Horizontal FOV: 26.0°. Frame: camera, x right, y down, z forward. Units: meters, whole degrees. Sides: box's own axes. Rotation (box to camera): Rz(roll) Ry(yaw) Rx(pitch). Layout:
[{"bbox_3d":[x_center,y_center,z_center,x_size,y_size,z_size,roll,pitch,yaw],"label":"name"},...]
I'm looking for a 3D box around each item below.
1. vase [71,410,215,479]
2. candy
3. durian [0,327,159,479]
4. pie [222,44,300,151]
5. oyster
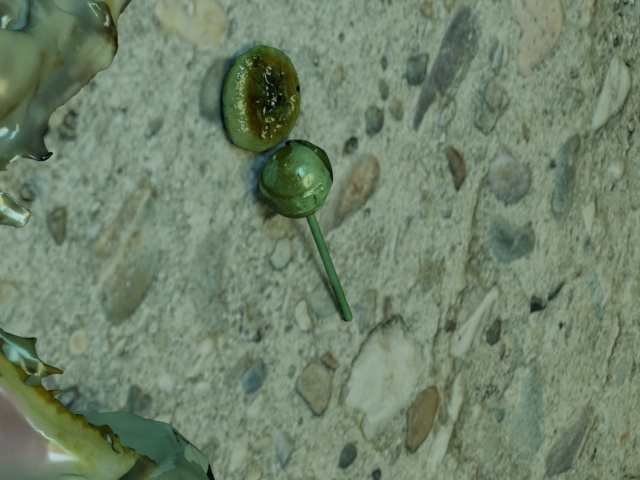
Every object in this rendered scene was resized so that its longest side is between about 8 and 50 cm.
[{"bbox_3d":[-0.154,0.304,0.958,0.165,0.165,0.360,-15,116,-45],"label":"vase"},{"bbox_3d":[0.000,0.000,1.118,0.061,0.061,0.202,-50,142,-26],"label":"candy"},{"bbox_3d":[-0.267,0.125,0.773,0.305,0.185,0.195,-31,96,-24],"label":"durian"},{"bbox_3d":[-0.042,-0.108,1.048,0.084,0.021,0.084,-19,116,-44],"label":"pie"},{"bbox_3d":[-0.197,-0.155,0.801,0.271,0.100,0.275,-37,115,-38],"label":"oyster"}]
